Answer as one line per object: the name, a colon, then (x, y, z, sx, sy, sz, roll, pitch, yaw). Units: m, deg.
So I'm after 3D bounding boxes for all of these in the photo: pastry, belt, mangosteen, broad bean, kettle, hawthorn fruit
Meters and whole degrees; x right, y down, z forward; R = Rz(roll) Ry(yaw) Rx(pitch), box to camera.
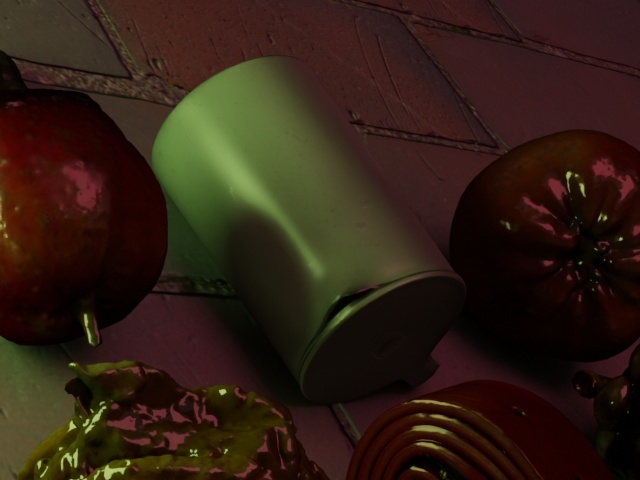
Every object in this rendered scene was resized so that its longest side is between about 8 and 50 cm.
pastry: (-0.098, 0.216, 1.092, 0.240, 0.235, 0.132, 13, 39, -20)
belt: (0.151, 0.279, 1.281, 0.115, 0.227, 0.324, -8, 70, -52)
mangosteen: (0.393, 0.203, 1.709, 0.230, 0.194, 0.194, 22, 23, 22)
broad bean: (-0.315, -0.128, 1.569, 0.069, 0.039, 0.227, 9, 38, -31)
kettle: (-0.013, 0.004, 1.581, 0.205, 0.265, 0.318, -24, 59, -22)
hawthorn fruit: (0.287, 0.001, 1.833, 0.277, 0.277, 0.298, 30, 10, -11)
hawthorn fruit: (-0.226, -0.008, 1.318, 0.215, 0.215, 0.250, 5, 40, -44)

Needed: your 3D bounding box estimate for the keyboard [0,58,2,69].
keyboard: (-0.363, -0.128, 1.504, 0.060, 0.018, 0.195, 22, 41, -15)
